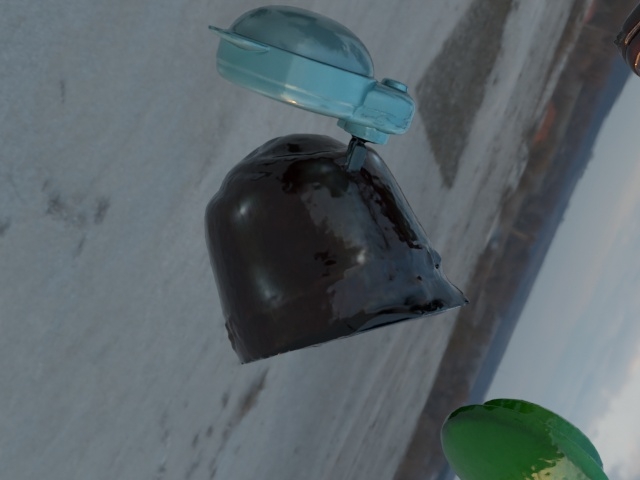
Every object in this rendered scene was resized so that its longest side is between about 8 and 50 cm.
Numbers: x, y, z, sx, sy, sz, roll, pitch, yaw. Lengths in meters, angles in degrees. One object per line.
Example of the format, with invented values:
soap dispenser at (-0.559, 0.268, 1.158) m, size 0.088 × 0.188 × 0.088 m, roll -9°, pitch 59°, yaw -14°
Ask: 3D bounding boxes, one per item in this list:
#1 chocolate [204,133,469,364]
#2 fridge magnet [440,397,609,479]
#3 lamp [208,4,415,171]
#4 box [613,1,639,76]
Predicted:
chocolate at (0.000, 0.000, 1.306) m, size 0.383 × 0.384 × 0.331 m, roll 25°, pitch 50°, yaw -76°
fridge magnet at (0.235, 0.257, 0.944) m, size 0.088 × 0.208 × 0.208 m, roll -50°, pitch 159°, yaw -32°
lamp at (-0.006, -0.212, 1.076) m, size 0.147 × 0.284 × 0.209 m, roll -52°, pitch -159°, yaw 8°
box at (0.711, -0.423, 1.440) m, size 0.404 × 0.263 × 0.108 m, roll 122°, pitch -25°, yaw -54°
